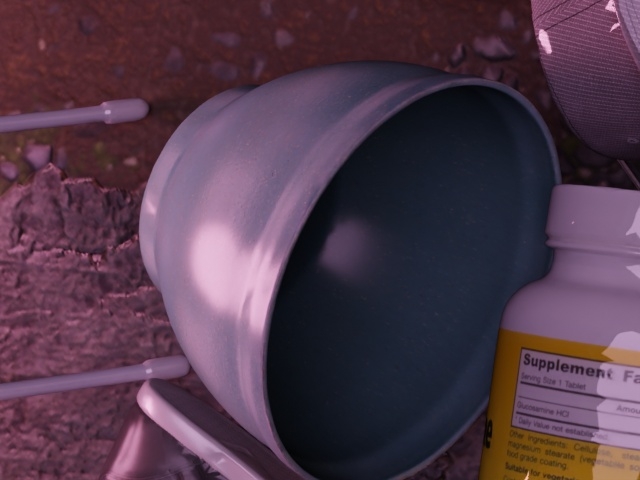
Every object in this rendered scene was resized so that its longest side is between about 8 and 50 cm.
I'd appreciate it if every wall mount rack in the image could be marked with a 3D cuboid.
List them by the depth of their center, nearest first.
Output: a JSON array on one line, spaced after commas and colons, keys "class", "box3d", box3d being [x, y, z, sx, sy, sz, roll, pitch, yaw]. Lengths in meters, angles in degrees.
[{"class": "wall mount rack", "box3d": [-0.274, 0.021, 1.422, 0.304, 0.130, 0.350, -11, 85, 14]}]

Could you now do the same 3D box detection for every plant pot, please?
[{"class": "plant pot", "box3d": [0.000, 0.000, 1.307, 0.196, 0.293, 0.293, 26, 92, 38]}]

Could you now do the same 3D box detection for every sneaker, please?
[{"class": "sneaker", "box3d": [-0.051, 0.245, 1.379, 0.295, 0.104, 0.147, 38, 100, 13]}]

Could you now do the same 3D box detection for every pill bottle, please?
[{"class": "pill bottle", "box3d": [0.205, 0.136, 1.283, 0.187, 0.188, 0.334, 8, 89, 11]}]

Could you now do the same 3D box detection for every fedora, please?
[{"class": "fedora", "box3d": [0.235, -0.134, 1.289, 0.124, 0.275, 0.244, -23, 74, 35]}]

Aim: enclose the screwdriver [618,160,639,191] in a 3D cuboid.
[{"class": "screwdriver", "box3d": [0.241, -0.023, 1.376, 0.170, 0.024, 0.025, 53, 126, 16]}]
